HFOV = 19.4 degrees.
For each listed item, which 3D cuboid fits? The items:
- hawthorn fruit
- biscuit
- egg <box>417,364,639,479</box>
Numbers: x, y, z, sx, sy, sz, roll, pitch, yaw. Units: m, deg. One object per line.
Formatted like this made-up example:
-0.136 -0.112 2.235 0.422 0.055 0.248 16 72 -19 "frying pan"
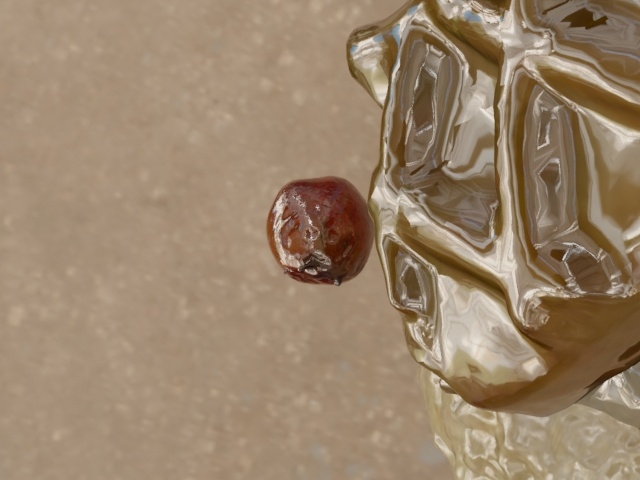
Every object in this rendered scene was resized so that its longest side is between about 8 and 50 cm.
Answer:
0.000 0.000 1.366 0.081 0.081 0.093 -38 32 23 "hawthorn fruit"
0.061 -0.149 0.528 0.268 0.115 0.366 -59 44 43 "biscuit"
0.187 0.050 0.997 0.279 0.310 0.279 19 124 31 "egg"
